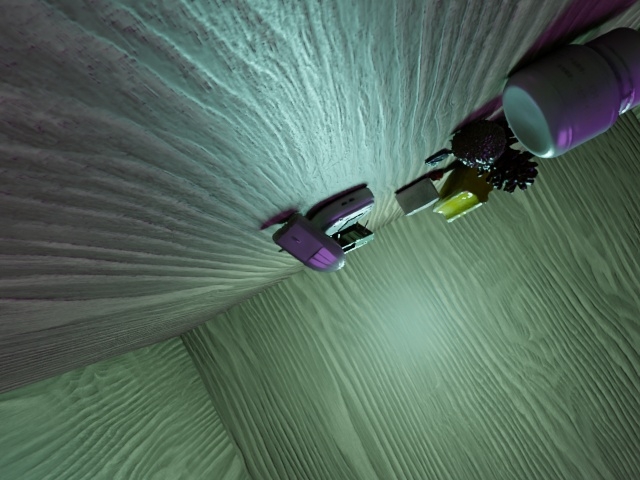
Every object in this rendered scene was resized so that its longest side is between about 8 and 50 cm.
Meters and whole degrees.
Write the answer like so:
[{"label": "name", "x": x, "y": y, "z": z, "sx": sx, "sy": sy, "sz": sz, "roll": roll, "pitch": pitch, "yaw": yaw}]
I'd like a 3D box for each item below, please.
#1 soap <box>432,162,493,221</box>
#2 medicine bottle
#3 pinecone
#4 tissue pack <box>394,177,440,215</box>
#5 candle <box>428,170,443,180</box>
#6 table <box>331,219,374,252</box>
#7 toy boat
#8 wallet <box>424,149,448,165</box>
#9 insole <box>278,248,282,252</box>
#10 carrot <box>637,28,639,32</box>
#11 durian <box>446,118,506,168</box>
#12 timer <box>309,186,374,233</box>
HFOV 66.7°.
[{"label": "soap", "x": 0.725, "y": -0.270, "z": 2.400, "sx": 0.294, "sy": 0.156, "sz": 0.335, "roll": -61, "pitch": -176, "yaw": -17}, {"label": "medicine bottle", "x": 0.653, "y": -0.376, "z": 1.234, "sx": 0.301, "sy": 0.241, "sz": 0.241, "roll": -28, "pitch": 174, "yaw": 2}, {"label": "pinecone", "x": 0.711, "y": -0.313, "z": 1.864, "sx": 0.246, "sy": 0.292, "sz": 0.246, "roll": -45, "pitch": -171, "yaw": 9}, {"label": "tissue pack", "x": 0.475, "y": -0.211, "z": 2.357, "sx": 0.184, "sy": 0.124, "sz": 0.225, "roll": -31, "pitch": 175, "yaw": 15}, {"label": "candle", "x": 0.562, "y": -0.305, "z": 2.323, "sx": 0.053, "sy": 0.048, "sz": 0.162, "roll": 3, "pitch": -168, "yaw": 30}, {"label": "table", "x": 0.129, "y": -0.034, "z": 2.283, "sx": 0.240, "sy": 0.121, "sz": 0.111, "roll": -24, "pitch": 134, "yaw": -34}, {"label": "toy boat", "x": -0.033, "y": 0.011, "z": 1.633, "sx": 0.140, "sy": 0.141, "sz": 0.269, "roll": -31, "pitch": 139, "yaw": 27}, {"label": "wallet", "x": 0.452, "y": -0.313, "z": 1.877, "sx": 0.088, "sy": 0.026, "sz": 0.129, "roll": -31, "pitch": 173, "yaw": 24}, {"label": "insole", "x": -0.060, "y": -0.022, "z": 2.135, "sx": 0.327, "sy": 0.007, "sz": 0.111, "roll": -31, "pitch": 174, "yaw": 26}, {"label": "carrot", "x": 1.018, "y": -0.639, "z": 1.553, "sx": 0.066, "sy": 0.062, "sz": 0.271, "roll": -63, "pitch": 170, "yaw": 11}, {"label": "durian", "x": 0.520, "y": -0.322, "z": 1.632, "sx": 0.195, "sy": 0.167, "sz": 0.196, "roll": -5, "pitch": 160, "yaw": -2}, {"label": "timer", "x": 0.075, "y": -0.092, "z": 1.771, "sx": 0.236, "sy": 0.087, "sz": 0.262, "roll": -26, "pitch": 173, "yaw": -21}]
